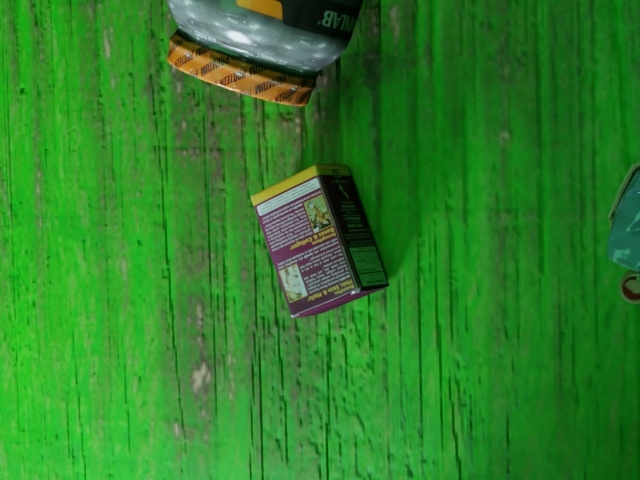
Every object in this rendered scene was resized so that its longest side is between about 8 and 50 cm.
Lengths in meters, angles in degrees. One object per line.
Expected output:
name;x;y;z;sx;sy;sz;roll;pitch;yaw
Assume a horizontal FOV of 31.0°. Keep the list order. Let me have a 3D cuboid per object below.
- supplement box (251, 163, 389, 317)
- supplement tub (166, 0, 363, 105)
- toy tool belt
supplement box;0.000;0.000;0.721;0.055;0.043;0.083;-23;80;29
supplement tub;-0.021;-0.183;0.682;0.117;0.117;0.190;25;105;27
toy tool belt;0.174;-0.003;0.614;0.052;0.051;0.083;24;105;27
